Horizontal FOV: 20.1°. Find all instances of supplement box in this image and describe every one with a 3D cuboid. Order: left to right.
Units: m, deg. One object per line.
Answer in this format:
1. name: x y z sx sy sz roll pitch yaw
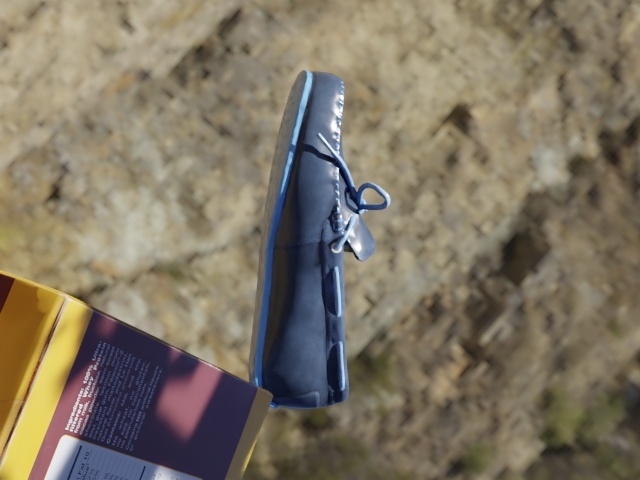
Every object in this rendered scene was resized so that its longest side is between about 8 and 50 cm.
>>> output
1. supplement box: -0.156 0.073 0.709 0.129 0.191 0.194 -69 157 -7

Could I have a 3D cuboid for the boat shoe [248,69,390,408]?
1. boat shoe: 0.000 0.000 1.388 0.109 0.089 0.258 -113 -150 -77
